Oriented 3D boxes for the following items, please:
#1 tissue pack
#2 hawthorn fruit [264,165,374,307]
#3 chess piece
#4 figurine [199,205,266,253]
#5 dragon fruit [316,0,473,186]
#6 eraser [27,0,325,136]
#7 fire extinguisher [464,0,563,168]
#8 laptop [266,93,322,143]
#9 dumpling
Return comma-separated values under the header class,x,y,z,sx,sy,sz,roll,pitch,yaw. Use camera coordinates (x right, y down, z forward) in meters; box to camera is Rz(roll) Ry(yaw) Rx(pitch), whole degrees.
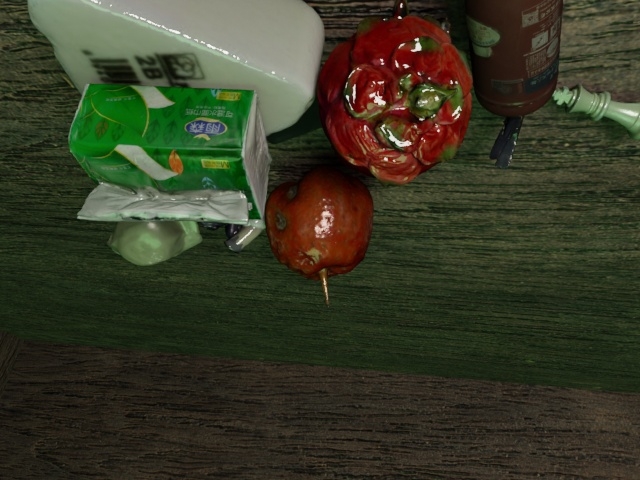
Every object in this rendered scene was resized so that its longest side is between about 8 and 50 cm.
class,x,y,z,sx,sy,sz,roll,pitch,yaw
tissue pack,-0.179,-0.085,0.662,0.209,0.156,0.148,4,156,5
hawthorn fruit,0.000,0.000,0.977,0.208,0.243,0.207,-5,165,-1
chess piece,0.383,-0.181,0.732,0.149,0.059,0.059,15,153,1
figurine,-0.174,-0.085,0.983,0.145,0.145,0.222,-6,143,27
dragon fruit,0.089,-0.172,0.659,0.193,0.274,0.192,-34,105,11
eraser,-0.200,-0.245,0.678,0.332,0.149,0.331,8,152,4
fire extinguisher,0.217,-0.214,0.623,0.102,0.138,0.344,18,159,28
laptop,-0.046,-0.202,0.839,0.180,0.016,0.129,-11,159,35
dumpling,-0.375,-0.012,1.215,0.250,0.132,0.162,-27,129,27
